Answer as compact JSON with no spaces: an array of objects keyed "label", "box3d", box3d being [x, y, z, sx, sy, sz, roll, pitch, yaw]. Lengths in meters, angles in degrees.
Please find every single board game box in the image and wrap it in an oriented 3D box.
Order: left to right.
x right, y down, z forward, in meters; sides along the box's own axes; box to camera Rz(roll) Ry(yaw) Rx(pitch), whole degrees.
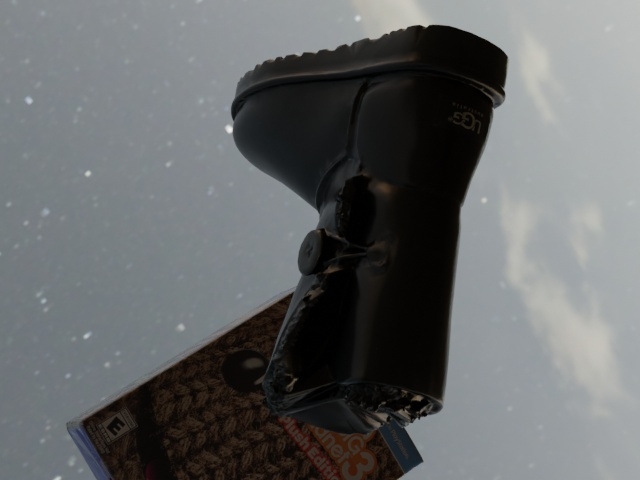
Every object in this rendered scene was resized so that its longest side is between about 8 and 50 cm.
[{"label":"board game box","box3d":[-0.083,0.217,1.266,0.291,0.141,0.232,-32,-89,-20]}]

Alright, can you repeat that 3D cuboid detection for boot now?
[{"label":"boot","box3d":[0.000,0.000,0.677,0.094,0.246,0.207,22,-104,-29]}]
